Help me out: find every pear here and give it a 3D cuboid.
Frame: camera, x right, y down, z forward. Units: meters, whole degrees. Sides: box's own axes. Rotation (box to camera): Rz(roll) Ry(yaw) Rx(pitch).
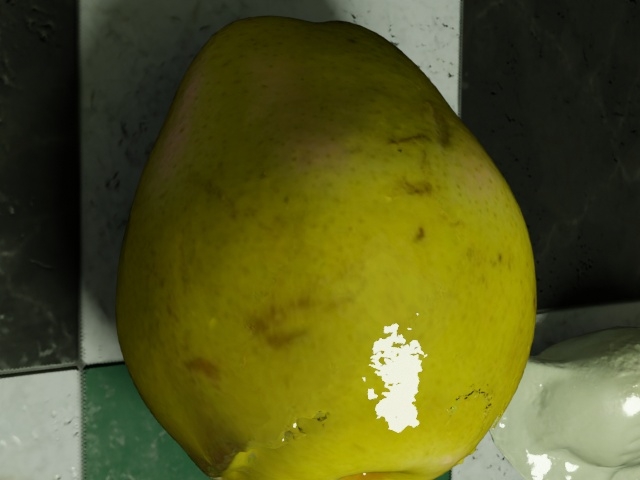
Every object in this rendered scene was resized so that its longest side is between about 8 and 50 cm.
[{"bbox_3d":[0.000,0.011,0.791,0.285,0.336,0.285,-4,133,-4],"label":"pear"}]

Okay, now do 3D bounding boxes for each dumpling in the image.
[{"bbox_3d":[0.270,0.159,1.071,0.216,0.126,0.166,-12,110,-36],"label":"dumpling"}]
